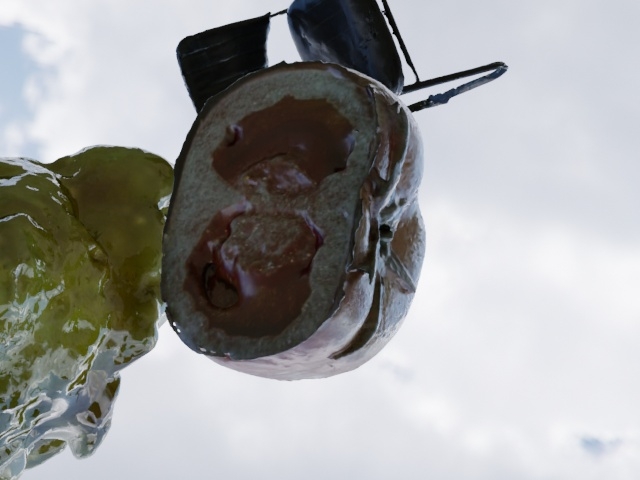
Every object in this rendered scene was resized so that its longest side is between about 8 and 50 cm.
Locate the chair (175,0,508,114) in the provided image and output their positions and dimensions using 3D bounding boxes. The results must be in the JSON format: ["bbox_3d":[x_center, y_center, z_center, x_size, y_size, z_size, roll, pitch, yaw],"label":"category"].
[{"bbox_3d":[0.013,-0.155,1.514,0.221,0.145,0.140,-22,-92,-29],"label":"chair"}]

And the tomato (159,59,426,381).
[{"bbox_3d":[0.000,0.000,1.251,0.180,0.155,0.214,6,-107,32],"label":"tomato"}]

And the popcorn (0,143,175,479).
[{"bbox_3d":[-0.275,0.057,1.468,0.293,0.334,0.292,46,-139,-25],"label":"popcorn"}]
